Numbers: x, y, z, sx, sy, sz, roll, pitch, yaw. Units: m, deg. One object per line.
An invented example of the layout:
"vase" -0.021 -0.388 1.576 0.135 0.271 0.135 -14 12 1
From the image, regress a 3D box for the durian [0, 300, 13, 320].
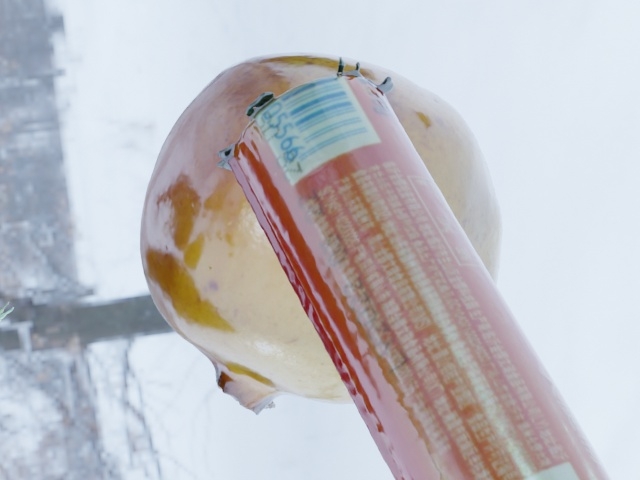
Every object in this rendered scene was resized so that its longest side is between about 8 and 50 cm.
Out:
"durian" -0.304 0.118 1.002 0.169 0.157 0.355 59 -174 -36

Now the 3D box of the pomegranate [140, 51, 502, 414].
"pomegranate" 0.000 0.000 0.989 0.264 0.264 0.264 173 90 -80

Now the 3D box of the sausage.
"sausage" 0.047 0.055 0.532 0.083 0.083 0.264 99 147 -59
